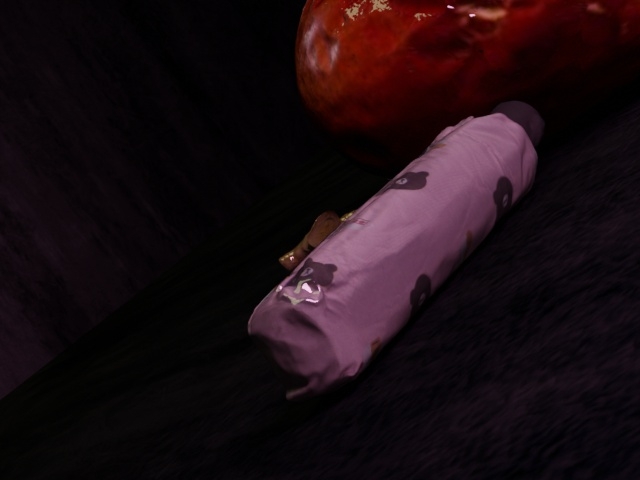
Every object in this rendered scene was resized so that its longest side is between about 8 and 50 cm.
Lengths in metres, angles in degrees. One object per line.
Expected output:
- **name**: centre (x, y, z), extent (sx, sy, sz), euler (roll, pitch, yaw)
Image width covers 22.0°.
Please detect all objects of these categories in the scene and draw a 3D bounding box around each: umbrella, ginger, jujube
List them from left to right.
- **ginger**: centre (0.001, 0.000, 1.609), extent (0.097, 0.030, 0.048), euler (-34, -22, 8)
- **umbrella**: centre (0.062, -0.009, 1.026), extent (0.067, 0.073, 0.337), euler (-9, 20, 35)
- **jujube**: centre (0.127, -0.163, 1.225), extent (0.318, 0.223, 0.223), euler (-24, 12, 39)
